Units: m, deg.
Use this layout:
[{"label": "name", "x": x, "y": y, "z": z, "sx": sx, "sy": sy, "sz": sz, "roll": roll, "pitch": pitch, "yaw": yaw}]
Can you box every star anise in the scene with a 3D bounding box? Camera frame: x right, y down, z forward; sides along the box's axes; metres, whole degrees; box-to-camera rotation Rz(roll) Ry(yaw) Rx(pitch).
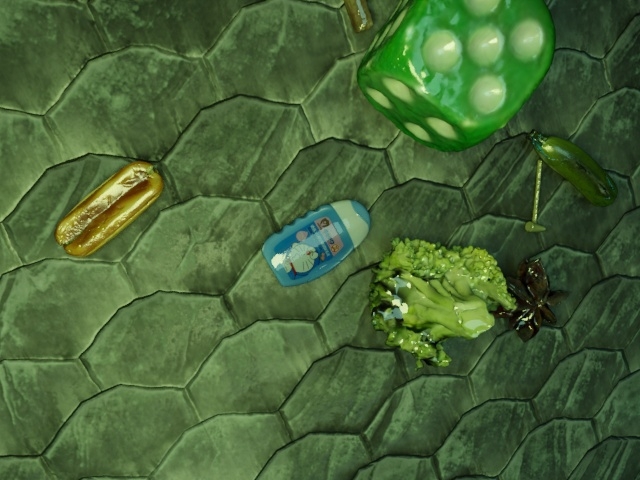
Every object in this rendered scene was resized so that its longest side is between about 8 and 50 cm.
[{"label": "star anise", "x": 0.549, "y": 0.153, "z": 1.189, "sx": 0.282, "sy": 0.129, "sz": 0.213, "roll": 30, "pitch": 96, "yaw": -24}]

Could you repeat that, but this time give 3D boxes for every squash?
[{"label": "squash", "x": 0.667, "y": -0.196, "z": 1.188, "sx": 0.331, "sy": 0.087, "sz": 0.087, "roll": 32, "pitch": 89, "yaw": -14}]

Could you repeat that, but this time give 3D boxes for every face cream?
[{"label": "face cream", "x": 0.000, "y": 0.000, "z": 1.047, "sx": 0.263, "sy": 0.083, "sz": 0.149, "roll": -32, "pitch": 107, "yaw": -8}]

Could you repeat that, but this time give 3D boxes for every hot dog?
[{"label": "hot dog", "x": -0.435, "y": -0.065, "z": 0.938, "sx": 0.249, "sy": 0.068, "sz": 0.100, "roll": -42, "pitch": 92, "yaw": -8}]

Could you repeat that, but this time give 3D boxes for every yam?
[{"label": "yam", "x": 0.067, "y": -0.586, "z": 1.002, "sx": 0.056, "sy": 0.057, "sz": 0.242, "roll": -18, "pitch": 100, "yaw": -11}]

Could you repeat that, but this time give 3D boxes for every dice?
[{"label": "dice", "x": 0.269, "y": -0.382, "z": 0.953, "sx": 0.300, "sy": 0.297, "sz": 0.287, "roll": 37, "pitch": 91, "yaw": -16}]

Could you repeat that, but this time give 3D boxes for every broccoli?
[{"label": "broccoli", "x": 0.286, "y": 0.153, "z": 1.034, "sx": 0.347, "sy": 0.281, "sz": 0.294, "roll": 7, "pitch": 94, "yaw": -5}]

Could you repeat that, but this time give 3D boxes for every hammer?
[{"label": "hammer", "x": 0.589, "y": -0.119, "z": 1.209, "sx": 0.060, "sy": 0.028, "sz": 0.196, "roll": 1, "pitch": 96, "yaw": -20}]
